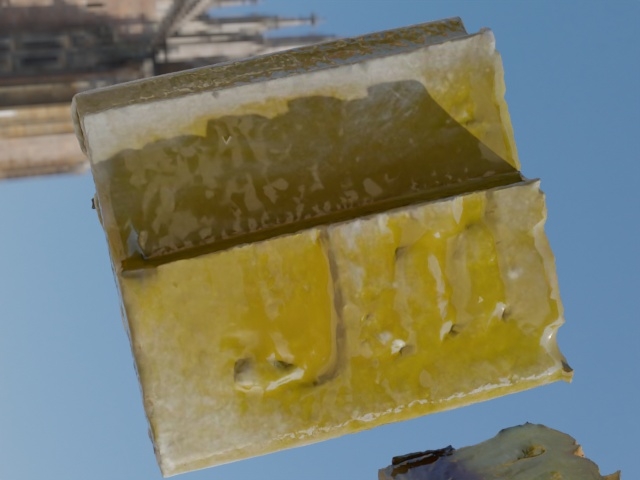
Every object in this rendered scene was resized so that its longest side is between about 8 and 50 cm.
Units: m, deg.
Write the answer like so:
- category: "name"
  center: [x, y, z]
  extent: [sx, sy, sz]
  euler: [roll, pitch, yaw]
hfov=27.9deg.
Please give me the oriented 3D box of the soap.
- category: "soap"
  center: [0.000, 0.000, 0.851]
  extent: [0.143, 0.281, 0.259]
  euler: [-151, -133, -78]

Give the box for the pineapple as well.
- category: "pineapple"
  center: [0.121, 0.238, 1.018]
  extent: [0.186, 0.236, 0.114]
  euler: [46, -6, -26]
